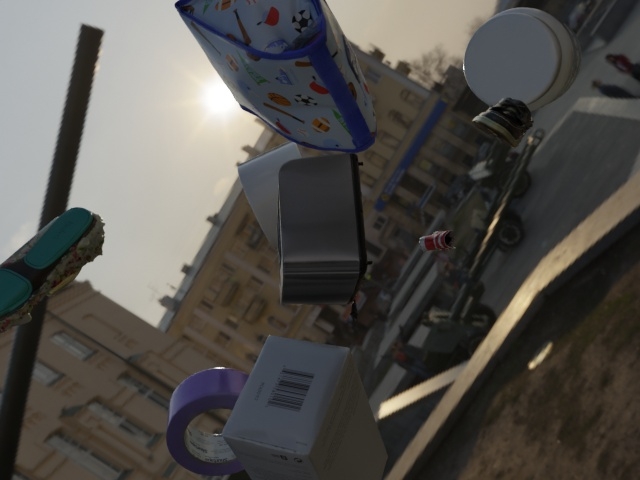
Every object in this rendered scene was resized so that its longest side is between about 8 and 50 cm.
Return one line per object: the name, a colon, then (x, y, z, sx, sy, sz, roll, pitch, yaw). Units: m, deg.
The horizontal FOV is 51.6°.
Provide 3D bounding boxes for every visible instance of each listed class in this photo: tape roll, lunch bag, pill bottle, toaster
tape roll: (-0.094, -0.119, 1.745, 0.169, 0.246, 0.246, -25, -2, 2)
tape roll: (-0.187, 0.335, 1.220, 0.189, 0.189, 0.080, -59, 20, 18)
lunch bag: (-0.059, -0.370, 1.366, 0.239, 0.385, 0.328, -45, -37, -5)
pill bottle: (0.418, -0.368, 1.361, 0.204, 0.204, 0.361, -60, -14, 26)
toaster: (0.000, 0.000, 0.865, 0.168, 0.110, 0.185, 100, 166, -70)

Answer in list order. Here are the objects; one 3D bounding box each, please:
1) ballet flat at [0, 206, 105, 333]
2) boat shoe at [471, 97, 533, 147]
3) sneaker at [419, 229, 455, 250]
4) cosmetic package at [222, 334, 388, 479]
ballet flat: (-0.352, 0.055, 0.803, 0.241, 0.091, 0.077, -44, -29, -31)
boat shoe: (0.210, -0.137, 0.746, 0.049, 0.056, 0.152, -58, -13, 17)
sneaker: (0.262, -0.001, 1.388, 0.067, 0.042, 0.118, -11, 2, 36)
cosmetic package: (-0.007, 0.351, 1.120, 0.365, 0.155, 0.197, 74, -149, -42)
